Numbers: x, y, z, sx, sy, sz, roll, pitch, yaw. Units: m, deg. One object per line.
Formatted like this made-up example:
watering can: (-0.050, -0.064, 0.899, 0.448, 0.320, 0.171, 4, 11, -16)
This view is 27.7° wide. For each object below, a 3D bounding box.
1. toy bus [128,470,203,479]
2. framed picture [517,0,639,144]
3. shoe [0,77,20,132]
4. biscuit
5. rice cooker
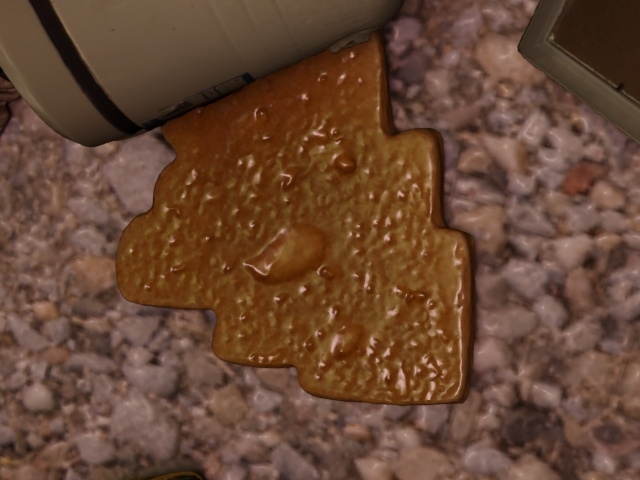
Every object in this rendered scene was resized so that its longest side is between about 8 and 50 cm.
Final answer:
toy bus: (-0.105, 0.301, 0.706, 0.151, 0.145, 0.331, -13, 88, 22)
framed picture: (0.225, -0.157, 0.571, 0.231, 0.018, 0.293, 46, 124, 37)
shoe: (-0.326, -0.089, 0.765, 0.198, 0.172, 0.351, 40, 100, 19)
biscuit: (0.000, 0.000, 0.721, 0.212, 0.041, 0.239, -45, 75, 10)
rice cooker: (-0.085, -0.170, 0.645, 0.244, 0.226, 0.226, -25, 83, 3)
